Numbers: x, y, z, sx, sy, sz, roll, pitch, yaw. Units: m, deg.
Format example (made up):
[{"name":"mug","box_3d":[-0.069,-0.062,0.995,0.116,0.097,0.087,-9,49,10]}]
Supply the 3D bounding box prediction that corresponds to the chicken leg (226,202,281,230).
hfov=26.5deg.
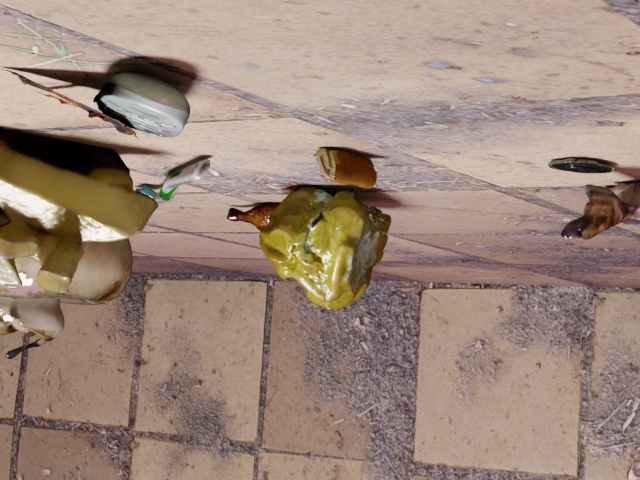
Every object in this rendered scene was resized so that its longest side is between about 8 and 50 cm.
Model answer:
[{"name":"chicken leg","box_3d":[-0.066,-0.036,2.303,0.219,0.048,0.089,3,171,18]}]

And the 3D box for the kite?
[{"name":"kite","box_3d":[-0.251,-0.137,1.430,0.190,0.010,0.159,28,177,-42]}]

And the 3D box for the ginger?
[{"name":"ginger","box_3d":[-0.460,-0.038,1.849,0.413,0.211,0.358,1,171,37]}]

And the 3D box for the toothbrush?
[{"name":"toothbrush","box_3d":[-0.220,-0.080,2.030,0.040,0.042,0.418,39,165,-14]}]

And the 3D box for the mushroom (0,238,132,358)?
[{"name":"mushroom","box_3d":[-0.500,0.051,2.283,0.362,0.294,0.362,4,176,0]}]

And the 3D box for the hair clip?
[{"name":"hair clip","box_3d":[0.411,-0.041,1.768,0.173,0.069,0.300,1,-177,41]}]

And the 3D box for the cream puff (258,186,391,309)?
[{"name":"cream puff","box_3d":[-0.002,0.006,2.100,0.195,0.194,0.221,2,169,20]}]

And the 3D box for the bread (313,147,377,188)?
[{"name":"bread","box_3d":[0.033,-0.092,1.723,0.083,0.047,0.036,8,143,-46]}]

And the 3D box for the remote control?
[{"name":"remote control","box_3d":[-0.186,-0.139,1.414,0.097,0.045,0.256,22,174,-13]}]

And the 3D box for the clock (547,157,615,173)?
[{"name":"clock","box_3d":[0.322,-0.090,1.666,0.083,0.010,0.074,9,172,-35]}]
